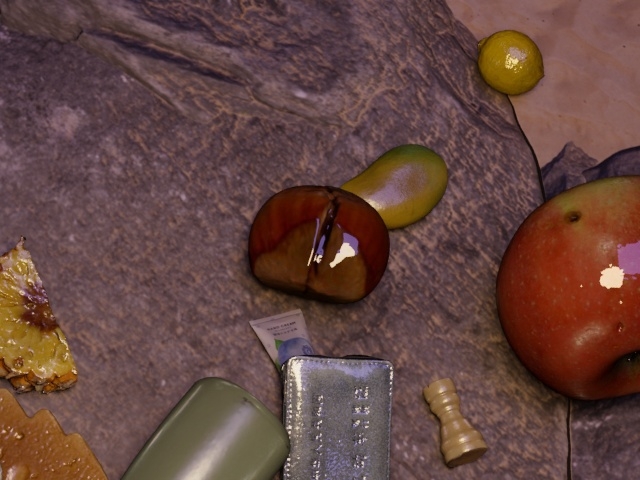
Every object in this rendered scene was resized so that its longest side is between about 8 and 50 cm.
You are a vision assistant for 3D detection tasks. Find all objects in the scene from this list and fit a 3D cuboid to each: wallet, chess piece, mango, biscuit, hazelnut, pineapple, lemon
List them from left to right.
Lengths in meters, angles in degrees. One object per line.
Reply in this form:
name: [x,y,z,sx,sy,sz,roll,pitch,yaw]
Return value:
pineapple: [-0.435,0.117,1.621,0.135,0.079,0.233,-18,69,-21]
biscuit: [-0.388,0.304,1.536,0.238,0.041,0.212,10,61,6]
hazelnut: [0.000,-0.002,1.754,0.212,0.181,0.181,15,79,3]
wallet: [0.023,0.272,1.664,0.167,0.036,0.222,5,80,-14]
mango: [0.123,-0.080,1.889,0.191,0.085,0.122,-38,88,-19]
chess piece: [0.194,0.267,1.736,0.066,0.066,0.122,-13,62,-22]
lemon: [0.332,-0.313,2.054,0.133,0.109,0.109,33,59,13]

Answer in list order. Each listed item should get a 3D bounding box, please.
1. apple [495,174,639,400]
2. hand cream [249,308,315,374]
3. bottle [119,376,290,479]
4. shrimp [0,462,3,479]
apple: [0.435,0.075,1.749,0.348,0.348,0.277,-1,53,-17]
hand cream: [-0.042,0.164,1.731,0.084,0.053,0.142,-12,57,-22]
bottle: [-0.194,0.349,1.519,0.168,0.168,0.347,37,62,5]
shrimp: [-0.515,0.257,1.492,0.221,0.110,0.446,-9,63,-2]
